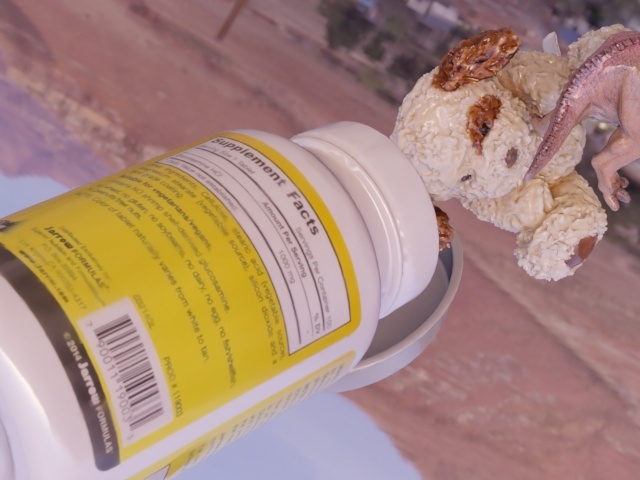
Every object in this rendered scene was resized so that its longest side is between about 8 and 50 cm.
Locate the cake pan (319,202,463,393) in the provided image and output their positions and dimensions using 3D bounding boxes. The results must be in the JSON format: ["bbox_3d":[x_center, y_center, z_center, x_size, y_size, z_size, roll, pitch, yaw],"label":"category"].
[{"bbox_3d":[0.009,0.049,1.341,0.293,0.293,0.054,27,147,37],"label":"cake pan"}]

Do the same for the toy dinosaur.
[{"bbox_3d":[0.299,-0.139,1.068,0.200,0.296,0.127,112,142,-54],"label":"toy dinosaur"}]

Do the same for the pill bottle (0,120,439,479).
[{"bbox_3d":[-0.085,0.039,0.807,0.334,0.187,0.188,-26,-141,-37],"label":"pill bottle"}]

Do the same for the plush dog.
[{"bbox_3d":[0.164,-0.106,1.217,0.225,0.262,0.211,-2,-154,-40],"label":"plush dog"}]
